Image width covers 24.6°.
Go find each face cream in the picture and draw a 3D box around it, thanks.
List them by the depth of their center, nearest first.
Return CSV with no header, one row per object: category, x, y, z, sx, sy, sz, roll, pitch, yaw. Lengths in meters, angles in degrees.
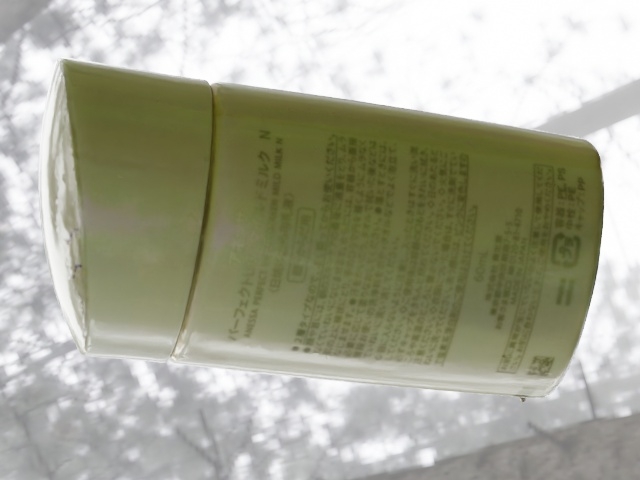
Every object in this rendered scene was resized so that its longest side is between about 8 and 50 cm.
face cream,0.000,0.000,0.888,0.348,0.081,0.173,6,-83,-20

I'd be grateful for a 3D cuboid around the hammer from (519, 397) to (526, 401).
hammer,0.174,0.106,1.439,0.029,0.014,0.123,25,-148,-49
